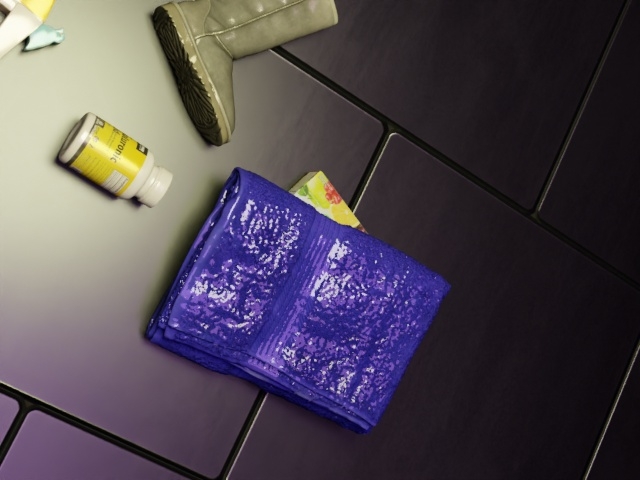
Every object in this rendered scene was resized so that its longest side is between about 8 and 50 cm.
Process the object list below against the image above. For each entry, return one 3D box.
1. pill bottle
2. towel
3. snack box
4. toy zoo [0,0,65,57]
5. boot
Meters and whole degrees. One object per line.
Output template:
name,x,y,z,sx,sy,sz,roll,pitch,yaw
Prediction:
pill bottle,-0.225,-0.086,1.206,0.116,0.065,0.065,33,77,-22
towel,-0.019,0.080,1.268,0.308,0.076,0.227,27,93,-19
snack box,0.000,0.000,1.328,0.100,0.037,0.141,-44,109,-17
toy zoo,-0.391,-0.306,1.145,0.293,0.030,0.192,38,75,-21
boot,-0.072,-0.230,1.283,0.208,0.076,0.189,-25,103,-30
